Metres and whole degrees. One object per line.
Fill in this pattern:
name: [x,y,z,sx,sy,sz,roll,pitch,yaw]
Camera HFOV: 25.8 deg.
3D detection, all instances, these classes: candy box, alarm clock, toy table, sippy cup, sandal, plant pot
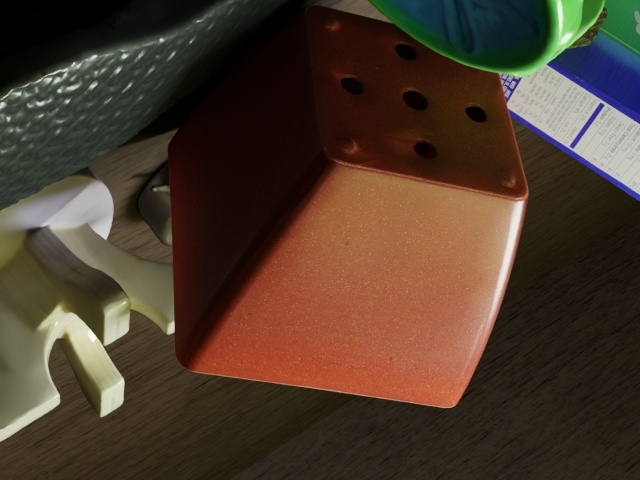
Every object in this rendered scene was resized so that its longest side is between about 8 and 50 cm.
candy box: [0.289,-0.206,1.272,0.268,0.317,0.122,-54,175,-23]
alarm clock: [-0.120,-0.041,1.451,0.129,0.064,0.192,-35,168,-13]
toy table: [-0.231,0.054,1.278,0.252,0.161,0.274,-35,164,-11]
sippy cup: [0.142,-0.282,1.036,0.224,0.240,0.305,-50,175,-17]
sandal: [-0.161,-0.143,1.007,0.446,0.107,0.167,-41,171,-48]
plant pot: [0.034,-0.045,1.204,0.267,0.267,0.236,11,137,-20]
